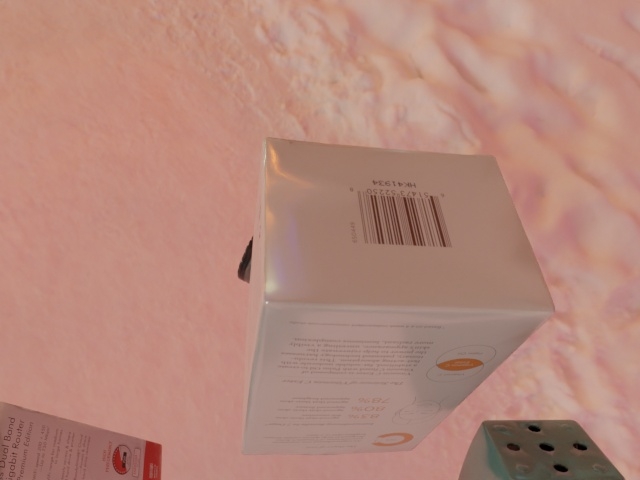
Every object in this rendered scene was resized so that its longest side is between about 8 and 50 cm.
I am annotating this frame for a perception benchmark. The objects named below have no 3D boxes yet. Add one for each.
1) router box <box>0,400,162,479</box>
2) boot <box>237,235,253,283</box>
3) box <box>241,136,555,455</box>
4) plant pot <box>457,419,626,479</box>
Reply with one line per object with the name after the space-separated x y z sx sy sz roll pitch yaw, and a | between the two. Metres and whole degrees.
-0.320 0.402 0.601 0.082 0.301 0.336 -20 54 13 | router box
0.000 0.000 1.046 0.222 0.118 0.338 38 88 5 | boot
0.033 0.086 0.516 0.214 0.346 0.169 3 51 -10 | box
0.228 0.319 0.518 0.165 0.166 0.235 -2 102 3 | plant pot
